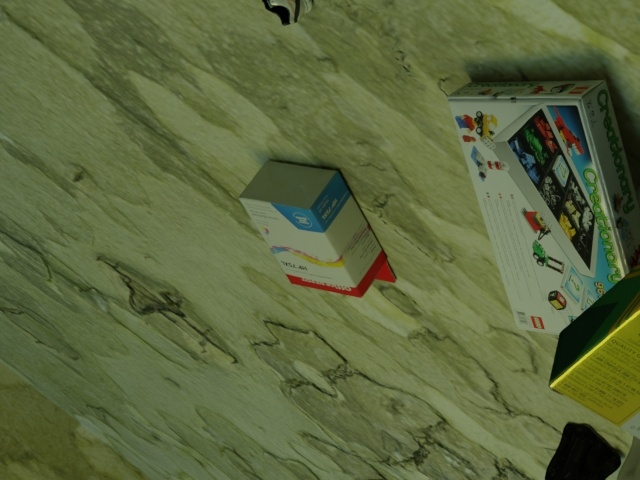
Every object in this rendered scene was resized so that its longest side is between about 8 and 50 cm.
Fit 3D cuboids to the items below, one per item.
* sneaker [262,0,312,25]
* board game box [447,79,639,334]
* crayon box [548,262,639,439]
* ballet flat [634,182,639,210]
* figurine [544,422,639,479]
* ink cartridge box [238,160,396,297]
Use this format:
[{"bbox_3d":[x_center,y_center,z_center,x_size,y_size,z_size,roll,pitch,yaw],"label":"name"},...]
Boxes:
[{"bbox_3d":[-0.057,-0.294,1.716,0.109,0.043,0.040,44,153,-13],"label":"sneaker"},{"bbox_3d":[0.265,-0.031,1.659,0.193,0.053,0.305,6,123,48],"label":"board game box"},{"bbox_3d":[0.393,0.086,1.425,0.202,0.081,0.318,31,137,-10],"label":"crayon box"},{"bbox_3d":[0.493,0.041,1.541,0.409,0.147,0.147,23,150,22],"label":"ballet flat"},{"bbox_3d":[0.391,0.368,2.080,0.215,0.209,0.092,-5,133,50],"label":"figurine"},{"bbox_3d":[0.000,0.000,2.075,0.134,0.078,0.231,10,144,39],"label":"ink cartridge box"}]
